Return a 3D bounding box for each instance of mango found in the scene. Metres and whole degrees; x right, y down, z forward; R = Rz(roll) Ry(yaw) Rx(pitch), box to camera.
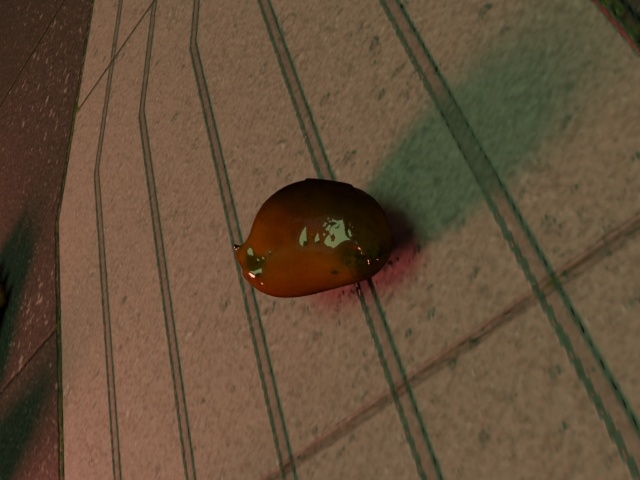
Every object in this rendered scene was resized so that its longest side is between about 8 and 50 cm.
[{"bbox_3d":[0.000,0.000,0.568,0.127,0.063,0.077,-5,64,50],"label":"mango"}]

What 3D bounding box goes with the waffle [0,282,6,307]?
[{"bbox_3d":[-0.500,0.168,1.231,0.283,0.065,0.309,-57,35,20],"label":"waffle"}]
